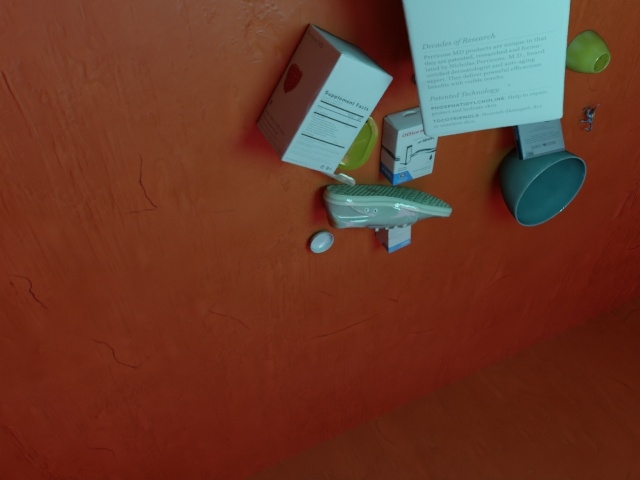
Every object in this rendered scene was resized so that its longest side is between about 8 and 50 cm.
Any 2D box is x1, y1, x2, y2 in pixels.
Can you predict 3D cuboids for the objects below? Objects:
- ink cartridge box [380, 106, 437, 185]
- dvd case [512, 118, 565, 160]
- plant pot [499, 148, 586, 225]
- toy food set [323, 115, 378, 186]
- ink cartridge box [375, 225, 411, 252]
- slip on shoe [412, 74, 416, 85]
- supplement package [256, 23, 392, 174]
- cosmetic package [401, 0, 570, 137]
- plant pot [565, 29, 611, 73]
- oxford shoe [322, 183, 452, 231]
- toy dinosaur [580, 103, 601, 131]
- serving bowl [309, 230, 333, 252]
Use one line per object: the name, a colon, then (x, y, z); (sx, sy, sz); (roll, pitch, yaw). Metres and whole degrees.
ink cartridge box: (0.266, -0.285, 1.793); (0.148, 0.086, 0.203); (-19, 139, -17)
dvd case: (0.690, -0.389, 1.909); (0.179, 0.029, 0.238); (-14, 97, -22)
plant pot: (0.745, -0.222, 2.092); (0.290, 0.195, 0.290); (-18, 137, -18)
toy food set: (0.079, -0.276, 1.699); (0.128, 0.071, 0.217); (16, 121, -15)
ink cartridge box: (0.245, -0.049, 2.007); (0.090, 0.092, 0.143); (-22, 139, -15)
slip on shoe: (0.325, -0.473, 1.678); (0.135, 0.041, 0.051); (-28, 140, -6)
supplement package: (0.003, -0.345, 1.483); (0.175, 0.177, 0.293); (11, 123, -40)
cosmetic package: (0.373, -0.508, 1.374); (0.328, 0.329, 0.393); (-5, 142, 15)
plant pot: (0.857, -0.583, 1.888); (0.134, 0.095, 0.134); (-18, 137, -18)
oxford shoe: (0.207, -0.095, 1.873); (0.449, 0.169, 0.130); (0, 113, -25)
toy dinosaur: (0.964, -0.433, 2.130); (0.047, 0.090, 0.082); (-25, 96, -26)
serving bowl: (0.000, 0.000, 1.941); (0.083, 0.027, 0.083); (-19, 139, -18)
